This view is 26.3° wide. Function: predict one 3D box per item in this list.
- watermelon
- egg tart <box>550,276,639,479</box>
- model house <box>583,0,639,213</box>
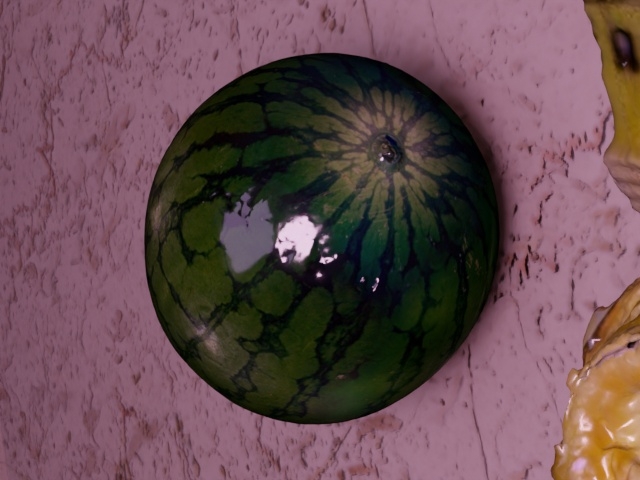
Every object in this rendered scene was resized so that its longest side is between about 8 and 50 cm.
[{"bbox_3d":[0.000,0.000,1.279,0.363,0.363,0.363,6,97,55],"label":"watermelon"},{"bbox_3d":[0.237,0.142,0.848,0.315,0.120,0.315,-10,78,58],"label":"egg tart"},{"bbox_3d":[0.319,-0.091,0.979,0.193,0.175,0.234,19,132,54],"label":"model house"}]
